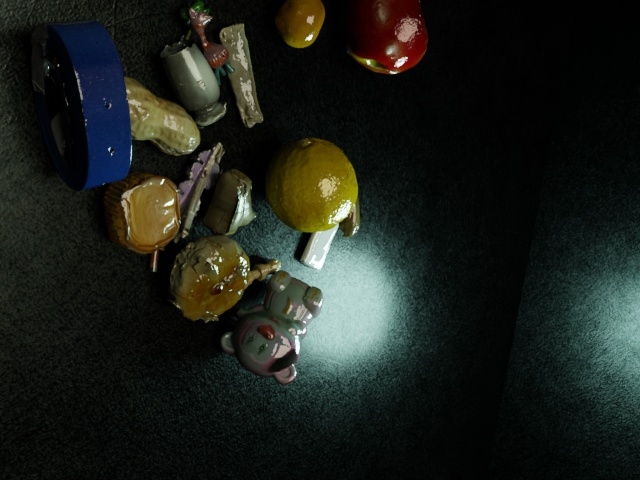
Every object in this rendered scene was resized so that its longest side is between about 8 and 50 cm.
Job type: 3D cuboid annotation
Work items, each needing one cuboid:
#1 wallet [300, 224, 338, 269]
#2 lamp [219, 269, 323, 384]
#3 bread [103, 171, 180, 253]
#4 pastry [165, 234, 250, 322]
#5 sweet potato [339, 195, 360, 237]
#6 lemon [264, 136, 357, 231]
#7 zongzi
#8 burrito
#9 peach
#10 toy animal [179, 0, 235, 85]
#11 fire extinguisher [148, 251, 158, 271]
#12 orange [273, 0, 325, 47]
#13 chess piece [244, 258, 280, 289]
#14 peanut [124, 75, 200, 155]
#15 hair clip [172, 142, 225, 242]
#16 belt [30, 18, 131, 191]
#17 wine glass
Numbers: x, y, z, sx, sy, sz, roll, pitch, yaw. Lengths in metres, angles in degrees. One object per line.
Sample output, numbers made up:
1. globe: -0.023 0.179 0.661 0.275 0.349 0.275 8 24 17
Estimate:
1. wallet: 0.000 0.000 2.166 0.095 0.033 0.190 35 74 -48
2. lamp: -0.137 0.267 1.980 0.301 0.247 0.247 -59 175 -28
3. bread: -0.439 -0.070 1.616 0.199 0.104 0.199 -21 118 -47
4. pastry: -0.289 0.104 1.775 0.236 0.121 0.257 -54 145 0
5. sweet potato: 0.093 -0.144 2.203 0.075 0.075 0.273 -20 112 -43
6. lemon: -0.028 -0.160 1.922 0.293 0.293 0.293 -15 111 -45
7. zongzi: -0.219 -0.112 1.828 0.197 0.099 0.194 -22 146 -51
8. burrito: -0.210 -0.445 1.799 0.082 0.059 0.275 -27 119 -27
9. peach: 0.218 -0.694 2.052 0.281 0.281 0.338 24 82 -48
10. toy animal: -0.294 -0.494 1.681 0.103 0.100 0.208 -23 127 4
11. fire extinguisher: -0.432 0.039 1.712 0.028 0.022 0.083 5 97 -18
12. orange: -0.060 -0.618 1.853 0.134 0.155 0.154 17 87 -14
13. chess piece: -0.183 0.095 1.975 0.172 0.060 0.060 -21 115 -43
14. peanut: -0.403 -0.289 1.578 0.290 0.130 0.130 23 83 -47
15. hair clip: -0.330 -0.133 1.740 0.106 0.084 0.292 37 67 -41
16. belt: -0.504 -0.284 1.405 0.117 0.212 0.347 -23 121 -41
17. wine glass: -0.315 -0.392 1.656 0.111 0.111 0.204 -46 132 -29
